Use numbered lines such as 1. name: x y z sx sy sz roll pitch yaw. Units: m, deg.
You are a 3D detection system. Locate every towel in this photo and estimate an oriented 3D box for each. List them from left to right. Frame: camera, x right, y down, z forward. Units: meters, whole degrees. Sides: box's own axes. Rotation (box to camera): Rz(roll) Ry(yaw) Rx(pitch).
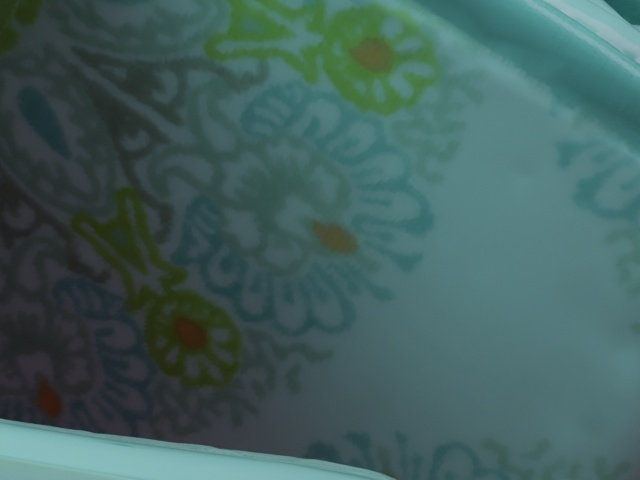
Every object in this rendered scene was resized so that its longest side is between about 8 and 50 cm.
1. towel: 0.000 0.000 0.797 0.374 0.320 0.090 33 33 0

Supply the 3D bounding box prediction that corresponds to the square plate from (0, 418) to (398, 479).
1. square plate: -0.070 0.177 0.509 0.344 0.049 0.347 14 47 -32
